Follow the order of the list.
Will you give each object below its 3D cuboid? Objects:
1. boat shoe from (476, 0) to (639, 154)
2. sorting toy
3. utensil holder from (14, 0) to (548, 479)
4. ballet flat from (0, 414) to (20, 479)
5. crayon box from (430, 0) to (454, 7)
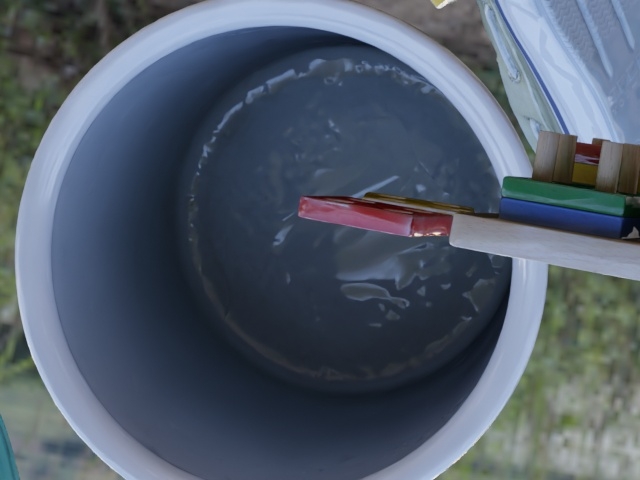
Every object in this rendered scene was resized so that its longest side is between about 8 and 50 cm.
[{"bbox_3d":[0.120,-0.121,0.941,0.094,0.109,0.302,18,143,43],"label":"boat shoe"},{"bbox_3d":[0.127,-0.011,0.684,0.274,0.046,0.132,10,-175,26],"label":"sorting toy"},{"bbox_3d":[0.000,0.000,1.289,0.327,0.327,0.385,9,-175,8],"label":"utensil holder"},{"bbox_3d":[-0.194,0.180,0.926,0.106,0.316,0.107,-13,-171,44],"label":"ballet flat"},{"bbox_3d":[0.152,-0.463,1.800,0.106,0.313,0.363,-30,172,-48],"label":"crayon box"}]
